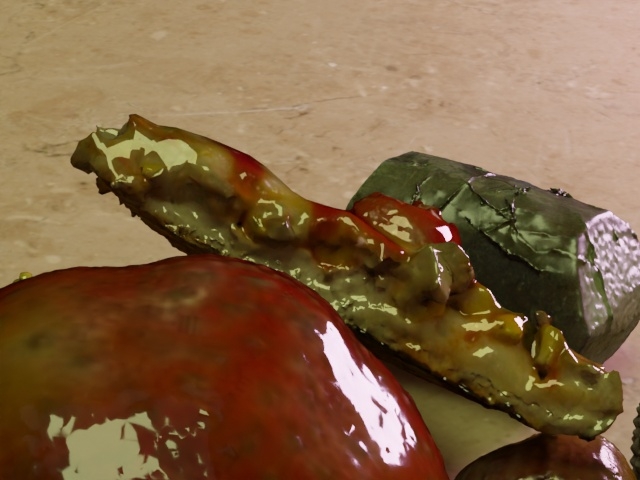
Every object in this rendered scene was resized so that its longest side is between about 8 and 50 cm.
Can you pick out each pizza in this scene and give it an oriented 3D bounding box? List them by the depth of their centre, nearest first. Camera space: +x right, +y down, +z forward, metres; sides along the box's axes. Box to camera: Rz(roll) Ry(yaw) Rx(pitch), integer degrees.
[{"bbox_3d":[0.000,0.000,1.302,0.440,0.406,0.130,21,82,51],"label":"pizza"}]

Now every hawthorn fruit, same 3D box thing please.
[{"bbox_3d":[-0.102,0.213,1.094,0.403,0.402,0.403,0,33,0],"label":"hawthorn fruit"}]

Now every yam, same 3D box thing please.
[{"bbox_3d":[0.155,0.034,1.570,0.271,0.201,0.202,25,41,24],"label":"yam"}]

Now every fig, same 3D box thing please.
[{"bbox_3d":[0.191,0.210,1.355,0.159,0.159,0.257,8,12,14],"label":"fig"}]

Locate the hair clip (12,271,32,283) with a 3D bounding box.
[{"bbox_3d":[-0.265,0.112,1.535,0.138,0.091,0.321,6,35,5],"label":"hair clip"}]

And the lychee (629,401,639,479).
[{"bbox_3d":[0.340,0.157,1.387,0.197,0.165,0.165,-36,35,7],"label":"lychee"}]
